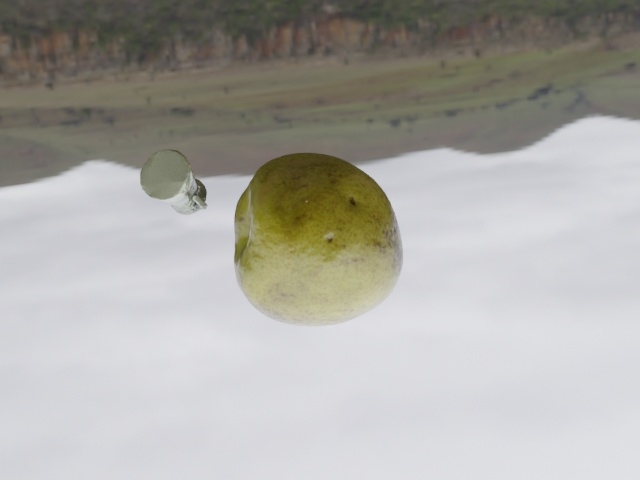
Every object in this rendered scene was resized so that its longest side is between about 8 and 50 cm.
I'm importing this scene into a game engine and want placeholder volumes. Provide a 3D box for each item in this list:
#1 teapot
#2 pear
[{"bbox_3d":[-0.150,-0.056,1.214,0.067,0.057,0.083,36,175,20],"label":"teapot"},{"bbox_3d":[0.000,0.000,1.255,0.197,0.197,0.197,-7,-172,1],"label":"pear"}]
